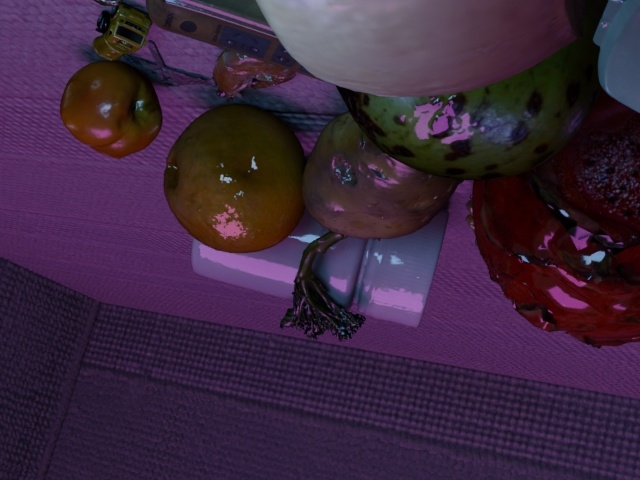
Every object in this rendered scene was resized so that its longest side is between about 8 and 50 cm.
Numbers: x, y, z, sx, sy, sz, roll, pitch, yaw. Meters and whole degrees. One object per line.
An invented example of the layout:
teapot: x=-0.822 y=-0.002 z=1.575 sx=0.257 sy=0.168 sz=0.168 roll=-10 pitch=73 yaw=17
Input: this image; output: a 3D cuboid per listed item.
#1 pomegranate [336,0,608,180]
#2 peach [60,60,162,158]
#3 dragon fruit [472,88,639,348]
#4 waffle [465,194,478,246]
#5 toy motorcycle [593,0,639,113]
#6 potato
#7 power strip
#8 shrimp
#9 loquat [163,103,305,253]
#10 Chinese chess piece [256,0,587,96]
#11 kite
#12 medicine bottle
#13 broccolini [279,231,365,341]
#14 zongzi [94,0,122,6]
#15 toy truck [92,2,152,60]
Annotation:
pomegranate: x=0.156 y=-0.178 z=0.987 sx=0.242 sy=0.242 sz=0.306 roll=26 pitch=143 yaw=-37
peach: x=-0.287 y=-0.181 z=1.646 sx=0.138 sy=0.138 sz=0.138 roll=15 pitch=167 yaw=4
dragon fruit: x=0.300 y=-0.038 z=1.222 sx=0.295 sy=0.296 sz=0.302 roll=10 pitch=153 yaw=23
waffle: x=0.327 y=-0.012 z=1.785 sx=0.223 sy=0.054 sz=0.204 roll=11 pitch=155 yaw=18
toy motorcycle: x=0.277 y=-0.228 z=0.735 sx=0.200 sy=0.191 sz=0.326 roll=21 pitch=149 yaw=10
potato: x=0.084 y=-0.094 z=1.544 sx=0.191 sy=0.141 sz=0.296 roll=14 pitch=161 yaw=-11
power strip: x=-0.032 y=-0.223 z=1.312 sx=0.387 sy=0.066 sz=0.092 roll=18 pitch=165 yaw=-8
shrimp: x=-0.090 y=-0.210 z=1.516 sx=0.099 sy=0.041 sz=0.180 roll=4 pitch=170 yaw=-18
loquat: x=-0.112 y=-0.086 z=1.667 sx=0.208 sy=0.208 sz=0.208 roll=15 pitch=167 yaw=4
Chinese chess piece: x=0.043 y=-0.237 z=0.563 sx=0.140 sy=0.338 sz=0.338 roll=-4 pitch=162 yaw=15
kite: x=-0.210 y=-0.232 z=1.608 sx=0.137 sy=0.005 sz=0.152 roll=18 pitch=167 yaw=-3
medicine bottle: x=0.000 y=0.000 z=1.886 sx=0.371 sy=0.211 sz=0.211 roll=14 pitch=167 yaw=3
broccolini: x=0.021 y=0.071 z=1.750 sx=0.123 sy=0.062 sz=0.271 roll=10 pitch=143 yaw=-6
zongzi: x=-0.243 y=-0.292 z=1.218 sx=0.154 sy=0.062 sz=0.130 roll=32 pitch=165 yaw=18
toy truck: x=-0.240 y=-0.252 z=1.454 sx=0.049 sy=0.054 sz=0.083 roll=23 pitch=165 yaw=-28
